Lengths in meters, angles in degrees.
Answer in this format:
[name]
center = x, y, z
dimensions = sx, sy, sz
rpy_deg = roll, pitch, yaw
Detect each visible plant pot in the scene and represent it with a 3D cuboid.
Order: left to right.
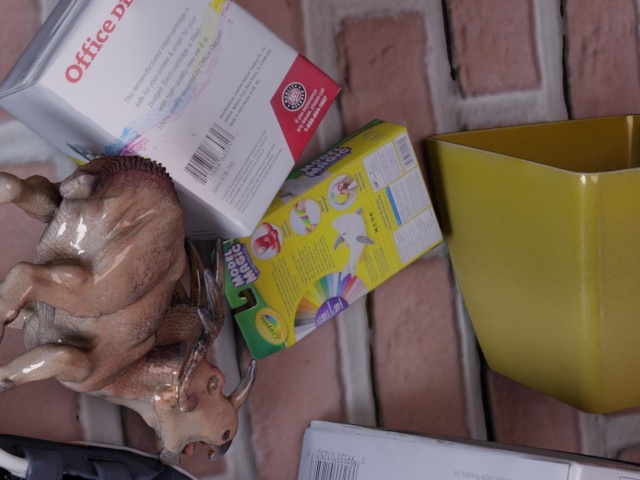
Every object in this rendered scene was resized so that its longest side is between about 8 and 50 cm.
[plant pot]
center = 0.220, 0.015, 1.169
dimensions = 0.212, 0.212, 0.187
rpy_deg = -7, 103, -26

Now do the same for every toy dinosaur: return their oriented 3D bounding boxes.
[toy dinosaur]
center = -0.127, 0.022, 0.979
dimensions = 0.200, 0.295, 0.127
rpy_deg = -12, 52, -23

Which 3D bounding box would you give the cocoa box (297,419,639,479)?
[cocoa box]
center = 0.147, 0.256, 1.034
dimensions = 0.228, 0.347, 0.231
rpy_deg = 11, 82, -25

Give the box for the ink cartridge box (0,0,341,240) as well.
[ink cartridge box]
center = -0.107, -0.100, 1.046
dimensions = 0.176, 0.127, 0.128
rpy_deg = 38, 74, -21

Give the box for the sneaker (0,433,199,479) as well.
[sneaker]
center = -0.198, 0.185, 0.995
dimensions = 0.321, 0.127, 0.126
rpy_deg = 11, 82, -27

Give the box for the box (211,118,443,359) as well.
[box]
center = 0.000, 0.000, 1.129
dimensions = 0.179, 0.043, 0.105
rpy_deg = -34, 120, -25
